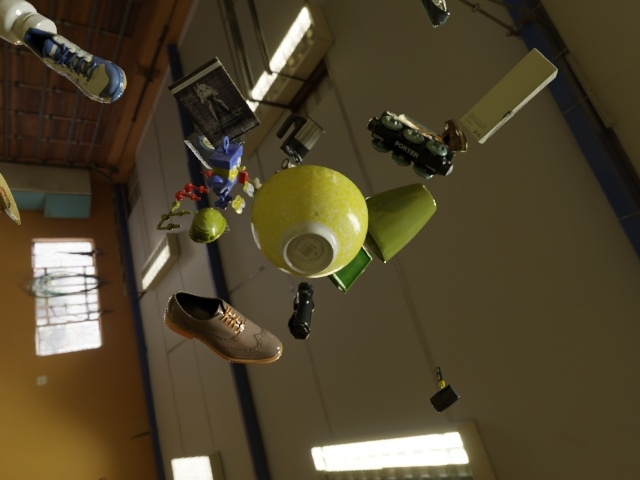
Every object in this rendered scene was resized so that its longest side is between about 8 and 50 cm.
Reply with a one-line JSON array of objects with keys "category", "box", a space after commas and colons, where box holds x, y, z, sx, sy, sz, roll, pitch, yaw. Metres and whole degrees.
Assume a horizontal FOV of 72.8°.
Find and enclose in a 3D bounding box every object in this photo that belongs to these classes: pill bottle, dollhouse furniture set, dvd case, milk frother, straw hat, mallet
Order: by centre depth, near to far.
[{"category": "straw hat", "box": [-0.770, -0.094, 1.024, 0.144, 0.061, 0.144, 44, -35, 42]}, {"category": "mallet", "box": [0.297, 0.339, 1.038, 0.062, 0.190, 0.039, -42, -93, 19]}, {"category": "dvd case", "box": [-0.301, -0.388, 1.252, 0.165, 0.221, 0.018, -26, -143, 13]}, {"category": "pill bottle", "box": [-0.921, -0.661, 1.285, 0.131, 0.229, 0.131, -61, -176, 8]}, {"category": "milk frother", "box": [-0.051, -0.307, 1.340, 0.134, 0.129, 0.143, -50, -125, 9]}, {"category": "dollhouse furniture set", "box": [0.000, 0.000, 1.451, 0.301, 0.151, 0.198, 52, -17, -28]}]

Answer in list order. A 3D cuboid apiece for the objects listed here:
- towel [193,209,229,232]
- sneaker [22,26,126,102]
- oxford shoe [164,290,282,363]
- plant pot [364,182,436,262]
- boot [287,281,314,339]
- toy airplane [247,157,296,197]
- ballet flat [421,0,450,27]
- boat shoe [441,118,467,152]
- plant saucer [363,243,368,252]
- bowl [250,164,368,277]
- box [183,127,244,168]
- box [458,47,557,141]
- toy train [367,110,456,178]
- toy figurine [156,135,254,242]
[{"category": "towel", "box": [-0.451, -0.077, 1.794, 0.152, 0.113, 0.023, 51, -46, 43]}, {"category": "sneaker", "box": [-0.639, -0.451, 1.119, 0.297, 0.131, 0.111, 29, -85, 18]}, {"category": "oxford shoe", "box": [-0.274, 0.254, 1.262, 0.132, 0.364, 0.129, 120, -12, -46]}, {"category": "plant pot", "box": [0.307, -0.100, 1.762, 0.274, 0.294, 0.275, 58, -2, 4]}, {"category": "boot", "box": [-0.080, 0.318, 1.801, 0.246, 0.094, 0.207, 98, 1, -53]}, {"category": "toy airplane", "box": [-0.122, -0.166, 1.969, 0.386, 0.384, 0.272, 39, -72, 4]}, {"category": "ballet flat", "box": [0.319, -0.740, 1.297, 0.203, 0.074, 0.074, 48, -33, -17]}, {"category": "boat shoe", "box": [0.432, -0.349, 1.438, 0.177, 0.060, 0.064, -93, 173, -49]}, {"category": "plant saucer", "box": [0.188, 0.098, 2.082, 0.029, 0.168, 0.168, 17, -74, 31]}, {"category": "bowl", "box": [-0.028, -0.012, 1.008, 0.156, 0.290, 0.289, -90, -160, -57]}, {"category": "box", "box": [-0.422, -0.397, 1.735, 0.078, 0.180, 0.147, 21, -29, 54]}, {"category": "box", "box": [0.553, -0.421, 1.294, 0.275, 0.113, 0.094, -44, -101, 25]}, {"category": "toy train", "box": [0.328, -0.344, 1.534, 0.334, 0.190, 0.142, 34, -50, 12]}, {"category": "toy figurine", "box": [-0.302, -0.184, 1.206, 0.362, 0.192, 0.217, -71, 177, -53]}]
